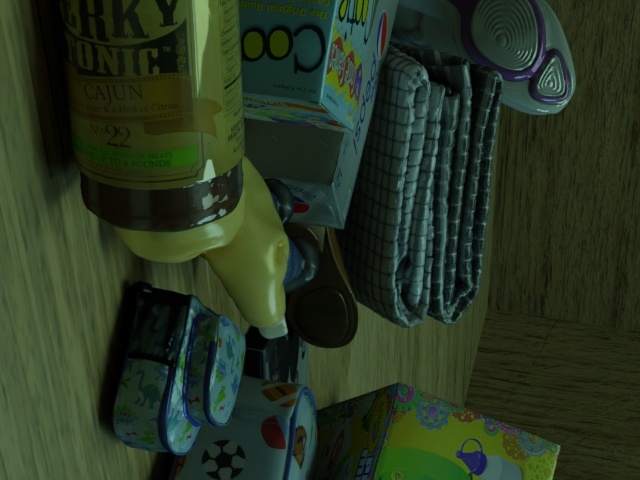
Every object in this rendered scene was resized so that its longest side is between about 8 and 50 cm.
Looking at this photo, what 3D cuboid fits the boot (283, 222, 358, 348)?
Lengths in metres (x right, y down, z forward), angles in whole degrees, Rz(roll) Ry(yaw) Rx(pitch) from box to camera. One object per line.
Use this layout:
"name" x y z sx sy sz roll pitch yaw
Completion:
"boot" 0.000 0.000 1.555 0.152 0.073 0.197 -86 167 -48

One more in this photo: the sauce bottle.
"sauce bottle" -0.104 -0.175 0.893 0.111 0.111 0.344 -62 154 -58

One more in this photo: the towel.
"towel" 0.082 -0.073 1.601 0.235 0.121 0.283 -146 -123 -62

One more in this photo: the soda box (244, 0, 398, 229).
"soda box" 0.002 -0.158 1.438 0.091 0.098 0.286 74 26 -61

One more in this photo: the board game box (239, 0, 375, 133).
"board game box" -0.032 -0.231 1.110 0.142 0.144 0.275 25 75 -78

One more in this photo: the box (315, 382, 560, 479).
"box" 0.057 0.315 1.455 0.279 0.177 0.290 -32 -142 66

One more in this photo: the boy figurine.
"boy figurine" -0.072 -0.007 1.156 0.177 0.092 0.285 66 10 9

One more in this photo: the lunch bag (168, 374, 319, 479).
"lunch bag" -0.081 0.281 1.325 0.243 0.115 0.303 89 15 -59

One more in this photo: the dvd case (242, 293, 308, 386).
"dvd case" -0.046 0.165 1.611 0.179 0.030 0.238 -63 159 -57

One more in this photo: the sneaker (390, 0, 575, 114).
"sneaker" 0.149 -0.238 1.651 0.114 0.305 0.152 -48 169 -10

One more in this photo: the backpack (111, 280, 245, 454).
"backpack" -0.106 0.102 1.136 0.105 0.084 0.114 58 44 -69
